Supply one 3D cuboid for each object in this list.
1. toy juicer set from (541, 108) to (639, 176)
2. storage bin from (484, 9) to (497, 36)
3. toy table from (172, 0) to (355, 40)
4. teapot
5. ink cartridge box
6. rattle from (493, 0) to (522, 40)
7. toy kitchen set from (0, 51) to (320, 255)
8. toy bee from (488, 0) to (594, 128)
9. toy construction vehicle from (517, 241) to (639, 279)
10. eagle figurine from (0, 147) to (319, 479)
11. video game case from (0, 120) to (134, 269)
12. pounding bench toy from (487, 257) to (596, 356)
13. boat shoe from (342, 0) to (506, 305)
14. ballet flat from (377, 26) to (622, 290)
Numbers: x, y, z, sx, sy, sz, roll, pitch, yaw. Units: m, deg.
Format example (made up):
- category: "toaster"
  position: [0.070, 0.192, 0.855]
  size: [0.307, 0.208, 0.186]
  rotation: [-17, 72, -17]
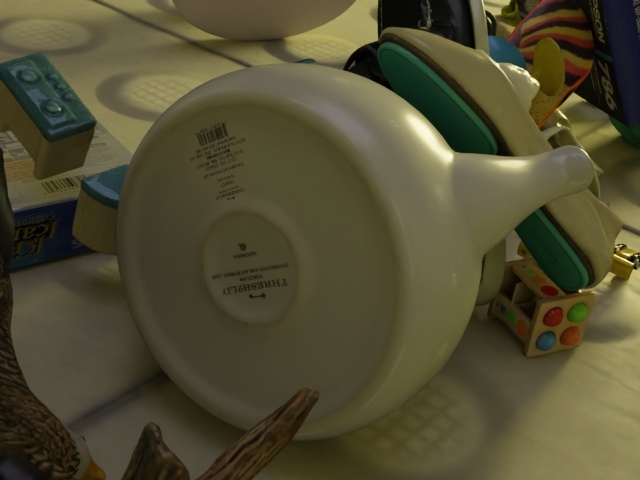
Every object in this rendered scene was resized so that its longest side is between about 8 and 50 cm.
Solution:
- category: "toy juicer set"
  position: [0.377, -0.173, 1.091]
  size: [0.329, 0.089, 0.209]
  rotation: [-12, 36, -28]
- category: "storage bin"
  position: [0.153, -0.268, 1.209]
  size: [0.135, 0.098, 0.091]
  rotation: [21, 44, 23]
- category: "toy table"
  position: [-0.089, -0.391, 1.235]
  size: [0.274, 0.252, 0.161]
  rotation: [0, 46, -33]
- category: "teapot"
  position: [0.000, 0.000, 0.612]
  size: [0.256, 0.252, 0.187]
  rotation: [34, 26, 19]
- category: "ink cartridge box"
  position: [0.302, -0.233, 0.995]
  size: [0.065, 0.165, 0.332]
  rotation: [-22, 25, -2]
- category: "rattle"
  position: [0.308, -0.321, 1.283]
  size: [0.130, 0.142, 0.199]
  rotation: [29, 27, 1]
- category: "toy kitchen set"
  position: [-0.123, -0.108, 0.727]
  size: [0.207, 0.122, 0.166]
  rotation: [-25, 67, -37]
- category: "toy bee"
  position: [0.176, -0.110, 0.911]
  size: [0.162, 0.298, 0.195]
  rotation: [52, 3, 8]
- category: "toy construction vehicle"
  position: [0.228, 0.015, 0.800]
  size: [0.086, 0.035, 0.098]
  rotation: [28, 21, 32]
- category: "eagle figurine"
  position: [-0.186, 0.086, 0.469]
  size: [0.226, 0.225, 0.298]
  rotation: [-32, 58, -33]
- category: "video game case"
  position: [-0.313, -0.056, 0.786]
  size: [0.270, 0.061, 0.244]
  rotation: [-15, 39, -32]
- category: "pounding bench toy"
  position: [0.188, 0.051, 0.719]
  size: [0.083, 0.052, 0.065]
  rotation: [-8, 34, -23]
- category: "boat shoe"
  position: [0.067, -0.112, 0.751]
  size: [0.113, 0.340, 0.127]
  rotation: [-2, -7, -17]
- category: "ballet flat"
  position: [0.139, -0.072, 0.661]
  size: [0.086, 0.248, 0.086]
  rotation: [-36, 18, 14]
